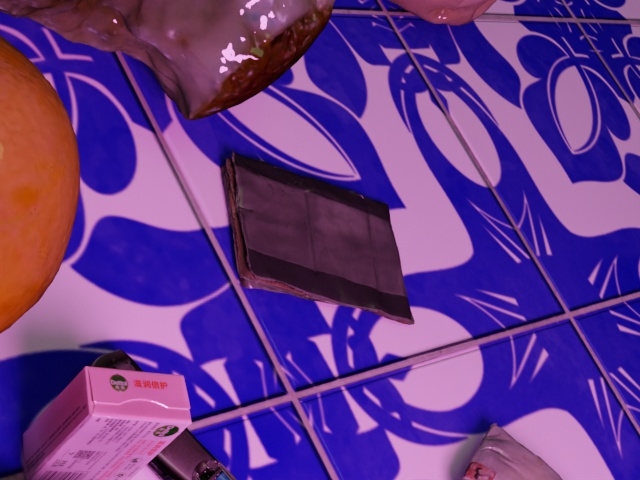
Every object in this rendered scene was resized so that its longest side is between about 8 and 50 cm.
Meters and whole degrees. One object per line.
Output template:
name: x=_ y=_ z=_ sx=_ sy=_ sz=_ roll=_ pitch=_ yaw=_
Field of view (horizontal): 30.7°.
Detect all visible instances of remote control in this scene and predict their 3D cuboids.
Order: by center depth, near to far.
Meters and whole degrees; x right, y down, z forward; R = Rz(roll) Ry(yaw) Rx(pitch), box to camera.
remote control: x=-0.125 y=0.183 z=1.009 sx=0.212 sy=0.028 sz=0.059 roll=48 pitch=40 yaw=2

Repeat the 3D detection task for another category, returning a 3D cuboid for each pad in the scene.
pad: x=0.000 y=0.000 z=1.281 sx=0.233 sy=0.022 sz=0.174 roll=16 pitch=47 yaw=-33

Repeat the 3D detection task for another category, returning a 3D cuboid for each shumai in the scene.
shumai: x=-0.148 y=-0.301 z=1.219 sx=0.323 sy=0.324 sz=0.397 roll=47 pitch=42 yaw=-23

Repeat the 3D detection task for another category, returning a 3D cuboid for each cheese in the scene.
cheese: x=0.169 y=-0.405 z=1.698 sx=0.218 sy=0.117 sz=0.235 roll=33 pitch=40 yaw=-18

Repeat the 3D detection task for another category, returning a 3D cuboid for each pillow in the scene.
pillow: x=0.240 y=0.299 z=1.216 sx=0.229 sy=0.051 sz=0.128 roll=44 pitch=37 yaw=-3

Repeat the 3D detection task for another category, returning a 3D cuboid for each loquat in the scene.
loquat: x=-0.307 y=-0.042 z=0.860 sx=0.263 sy=0.263 sz=0.263 roll=24 pitch=44 yaw=-25

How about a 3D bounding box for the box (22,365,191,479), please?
box: x=-0.171 y=0.149 z=0.921 sx=0.089 sy=0.125 sz=0.043 roll=12 pitch=50 yaw=-36
